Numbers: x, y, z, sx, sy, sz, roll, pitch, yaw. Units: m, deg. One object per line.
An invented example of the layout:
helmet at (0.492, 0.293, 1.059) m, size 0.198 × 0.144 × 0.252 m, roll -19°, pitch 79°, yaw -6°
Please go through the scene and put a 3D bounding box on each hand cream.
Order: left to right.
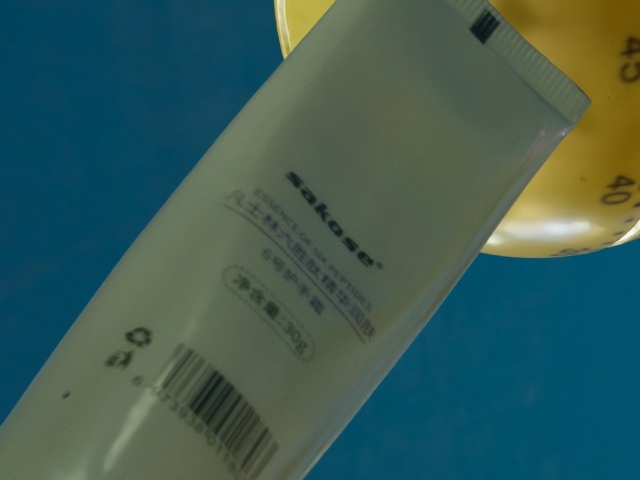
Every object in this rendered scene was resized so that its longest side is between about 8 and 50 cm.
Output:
hand cream at (0.000, 0.000, 0.466) m, size 0.109 × 0.321 × 0.067 m, roll 44°, pitch -39°, yaw -7°

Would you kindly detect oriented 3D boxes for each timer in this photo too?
timer at (0.175, -0.168, 0.908) m, size 0.386 × 0.376 × 0.376 m, roll -18°, pitch -54°, yaw -19°
